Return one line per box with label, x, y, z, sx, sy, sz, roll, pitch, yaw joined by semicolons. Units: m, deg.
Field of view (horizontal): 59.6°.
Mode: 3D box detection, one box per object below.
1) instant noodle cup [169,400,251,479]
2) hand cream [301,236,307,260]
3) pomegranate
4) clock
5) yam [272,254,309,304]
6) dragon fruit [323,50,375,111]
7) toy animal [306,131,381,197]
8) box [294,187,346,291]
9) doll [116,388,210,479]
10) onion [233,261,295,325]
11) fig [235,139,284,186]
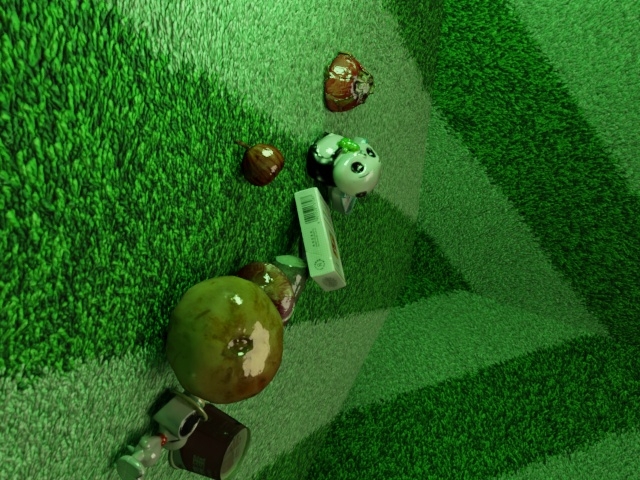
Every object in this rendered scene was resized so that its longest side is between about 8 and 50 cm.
instant noodle cup;-0.344;0.653;1.794;0.235;0.178;0.235;-49;148;-46
hand cream;-0.053;0.063;2.269;0.088;0.055;0.256;-50;158;-37
pomegranate;-0.265;0.268;1.520;0.338;0.337;0.339;-53;153;-43
clock;0.106;-0.262;2.264;0.231;0.116;0.263;67;43;-72
yam;-0.134;0.169;1.999;0.255;0.153;0.154;-66;160;-4
dragon fruit;0.119;-0.563;2.029;0.218;0.148;0.224;-54;153;-38
toy animal;0.090;-0.279;2.036;0.212;0.266;0.213;-43;143;-46
box;0.000;0.000;2.041;0.210;0.095;0.331;53;22;-66
doll;-0.423;0.532;1.535;0.208;0.143;0.271;-66;166;11
onion;-0.194;0.184;1.724;0.163;0.229;0.230;-24;129;-72
fig;-0.181;-0.218;1.601;0.128;0.150;0.129;-169;-90;-76
